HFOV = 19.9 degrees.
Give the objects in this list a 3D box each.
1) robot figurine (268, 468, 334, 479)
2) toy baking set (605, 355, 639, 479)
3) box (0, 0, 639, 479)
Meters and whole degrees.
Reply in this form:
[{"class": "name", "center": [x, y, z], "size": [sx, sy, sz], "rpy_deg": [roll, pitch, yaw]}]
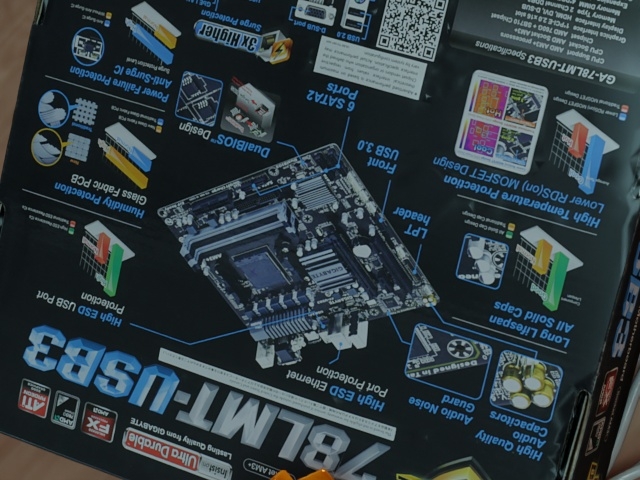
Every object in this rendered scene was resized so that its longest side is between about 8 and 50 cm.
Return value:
[{"class": "robot figurine", "center": [-0.054, 0.223, 0.803], "size": [0.211, 0.085, 0.291], "rpy_deg": [51, 135, 4]}, {"class": "toy baking set", "center": [0.104, 0.120, 0.851], "size": [0.256, 0.030, 0.197], "rpy_deg": [16, 94, 11]}, {"class": "box", "center": [0.001, -0.020, 0.791], "size": [0.295, 0.073, 0.293], "rpy_deg": [17, 102, 23]}]
